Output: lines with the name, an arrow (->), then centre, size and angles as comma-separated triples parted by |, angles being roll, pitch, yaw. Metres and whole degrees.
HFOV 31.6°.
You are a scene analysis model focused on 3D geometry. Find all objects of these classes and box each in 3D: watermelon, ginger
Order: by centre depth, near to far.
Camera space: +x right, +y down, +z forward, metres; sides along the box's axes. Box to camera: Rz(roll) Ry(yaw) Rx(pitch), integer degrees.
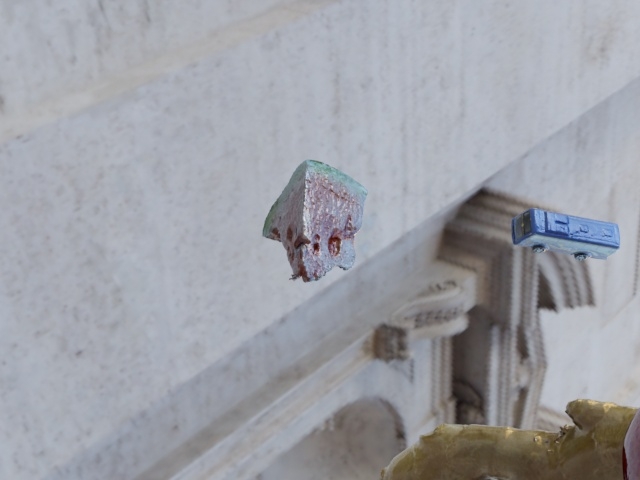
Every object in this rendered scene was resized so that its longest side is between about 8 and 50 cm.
ginger -> 0.265, 0.280, 1.325 | 0.363, 0.122, 0.348 | 31, -58, 23
watermelon -> 0.006, -0.024, 1.327 | 0.158, 0.098, 0.121 | -122, -130, -66

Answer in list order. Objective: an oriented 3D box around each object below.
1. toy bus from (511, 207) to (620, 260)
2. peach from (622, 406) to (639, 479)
toy bus -> 0.349, -0.009, 1.604 | 0.061, 0.153, 0.051 | 130, -34, -57
peach -> 0.388, 0.215, 1.002 | 0.243, 0.243, 0.199 | 31, -33, 27
